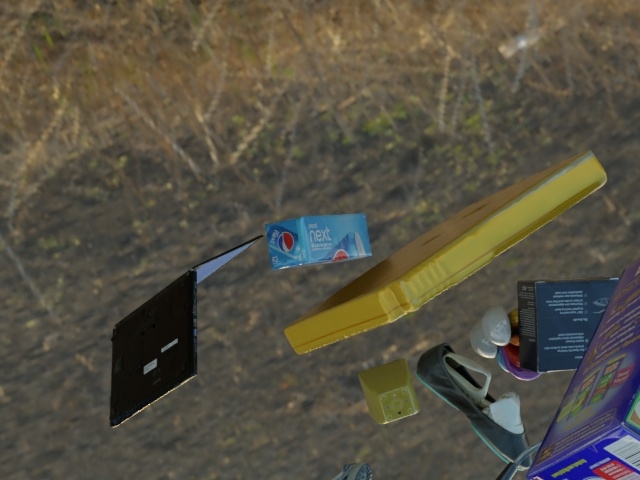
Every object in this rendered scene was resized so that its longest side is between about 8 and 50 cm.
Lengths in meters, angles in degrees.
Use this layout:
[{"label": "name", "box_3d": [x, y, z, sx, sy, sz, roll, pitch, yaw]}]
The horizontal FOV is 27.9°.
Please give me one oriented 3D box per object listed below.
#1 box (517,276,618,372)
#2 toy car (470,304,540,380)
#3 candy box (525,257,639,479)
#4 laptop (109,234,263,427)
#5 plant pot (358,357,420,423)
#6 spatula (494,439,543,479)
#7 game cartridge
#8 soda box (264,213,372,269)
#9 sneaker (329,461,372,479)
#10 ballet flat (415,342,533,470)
[{"label": "box", "box_3d": [0.429, 0.144, 2.231, 0.156, 0.158, 0.093, -2, 180, -13]}, {"label": "toy car", "box_3d": [0.373, 0.187, 2.368, 0.159, 0.136, 0.182, -11, 161, -14]}, {"label": "candy box", "box_3d": [0.387, 0.136, 1.448, 0.317, 0.122, 0.268, -59, -179, -25]}, {"label": "laptop", "box_3d": [-0.202, 0.135, 1.949, 0.136, 0.264, 0.234, 18, 144, -33]}, {"label": "plant pot", "box_3d": [0.113, 0.245, 2.029, 0.081, 0.081, 0.083, -18, -166, -3]}, {"label": "spatula", "box_3d": [0.323, 0.339, 2.009, 0.296, 0.030, 0.084, -44, 140, -17]}, {"label": "game cartridge", "box_3d": [0.140, 0.020, 1.501, 0.324, 0.052, 0.285, -34, -177, -27]}, {"label": "soda box", "box_3d": [0.000, 0.000, 1.970, 0.067, 0.071, 0.210, -11, 177, 29]}, {"label": "sneaker", "box_3d": [0.031, 0.422, 2.124, 0.135, 0.058, 0.052, -51, 127, -32]}, {"label": "ballet flat", "box_3d": [0.292, 0.292, 2.329, 0.096, 0.280, 0.095, -54, 166, 26]}]
